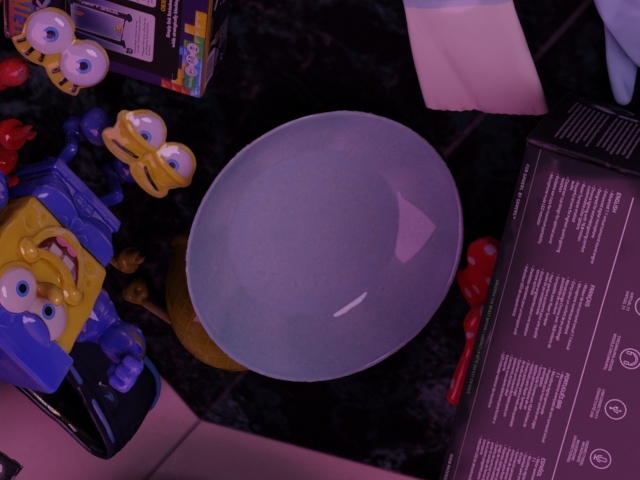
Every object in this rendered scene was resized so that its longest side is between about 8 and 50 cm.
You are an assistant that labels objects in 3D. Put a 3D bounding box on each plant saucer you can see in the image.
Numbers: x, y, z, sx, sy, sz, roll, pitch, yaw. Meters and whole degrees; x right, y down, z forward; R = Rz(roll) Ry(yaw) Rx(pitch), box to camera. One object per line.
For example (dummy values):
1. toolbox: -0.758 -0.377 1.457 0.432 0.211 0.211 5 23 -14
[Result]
1. plant saucer: 0.000 0.000 1.269 0.195 0.037 0.195 -7 115 -16

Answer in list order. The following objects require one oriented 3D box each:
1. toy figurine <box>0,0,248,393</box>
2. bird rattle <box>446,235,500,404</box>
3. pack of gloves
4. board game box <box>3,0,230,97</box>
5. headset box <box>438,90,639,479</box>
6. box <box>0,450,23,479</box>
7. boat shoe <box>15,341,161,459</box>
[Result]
1. toy figurine: -0.193 0.033 1.266 0.191 0.217 0.362 -2 138 43
2. bird rattle: 0.216 0.060 1.261 0.253 0.143 0.207 39 125 2
3. pack of gloves: 0.138 -0.163 1.105 0.195 0.046 0.232 4 144 19
4. board game box: -0.126 -0.182 1.186 0.141 0.048 0.170 19 138 8
5. headset box: 0.238 0.075 1.115 0.283 0.131 0.246 17 113 14
6. box: -0.388 0.132 1.500 0.257 0.079 0.322 36 165 -16
7. boat shoe: -0.226 0.072 1.439 0.258 0.089 0.109 37 145 -20
